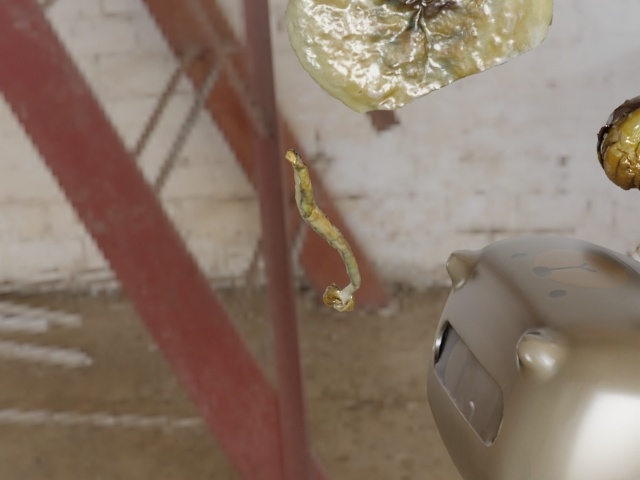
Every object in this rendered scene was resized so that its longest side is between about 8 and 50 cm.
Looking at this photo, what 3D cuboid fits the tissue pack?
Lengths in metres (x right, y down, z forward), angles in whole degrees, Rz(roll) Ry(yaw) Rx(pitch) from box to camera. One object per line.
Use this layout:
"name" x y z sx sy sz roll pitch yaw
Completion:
"tissue pack" 0.254 0.153 1.734 0.277 0.267 0.387 15 15 -15

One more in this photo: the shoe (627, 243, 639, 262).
"shoe" 0.485 0.099 2.204 0.172 0.351 0.198 -40 63 9

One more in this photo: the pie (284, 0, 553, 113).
"pie" 0.072 -0.204 1.460 0.218 0.185 0.052 -25 18 19

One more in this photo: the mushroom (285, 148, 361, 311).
"mushroom" 0.005 -0.004 1.258 0.028 0.286 0.026 -40 70 -10

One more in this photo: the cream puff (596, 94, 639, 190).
"cream puff" 0.368 -0.104 1.963 0.119 0.133 0.104 16 51 -36
